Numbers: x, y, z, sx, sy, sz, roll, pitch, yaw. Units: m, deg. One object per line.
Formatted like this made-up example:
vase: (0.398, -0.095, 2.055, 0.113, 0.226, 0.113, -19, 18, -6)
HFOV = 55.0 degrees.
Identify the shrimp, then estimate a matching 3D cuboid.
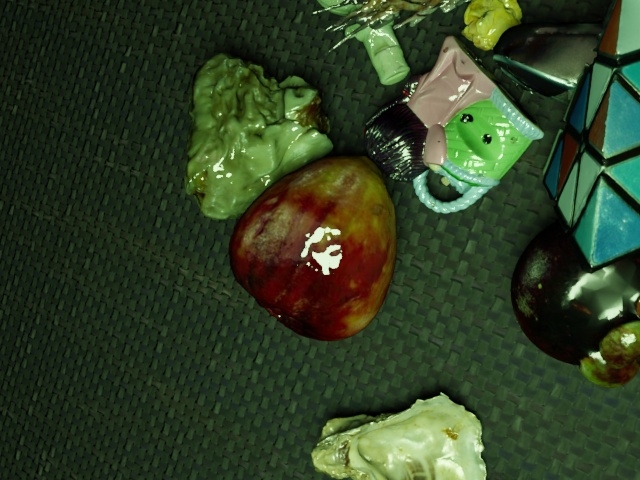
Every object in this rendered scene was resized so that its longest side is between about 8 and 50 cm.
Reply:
shrimp: (0.142, -0.353, 0.803, 0.343, 0.145, 0.116, -25, 115, 12)

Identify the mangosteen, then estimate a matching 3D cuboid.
mangosteen: (0.328, 0.074, 0.697, 0.194, 0.194, 0.230, -37, 47, 18)

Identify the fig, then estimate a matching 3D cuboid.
fig: (-0.005, 0.010, 0.833, 0.224, 0.224, 0.263, 27, 113, 21)

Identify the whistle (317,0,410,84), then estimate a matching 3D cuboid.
whistle: (0.062, -0.350, 0.896, 0.126, 0.067, 0.257, -24, 84, 8)

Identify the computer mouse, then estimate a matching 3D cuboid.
computer mouse: (0.326, -0.207, 0.741, 0.233, 0.137, 0.096, 8, 91, 28)

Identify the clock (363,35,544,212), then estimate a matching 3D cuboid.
clock: (0.167, -0.142, 0.827, 0.195, 0.100, 0.194, -42, 73, 26)

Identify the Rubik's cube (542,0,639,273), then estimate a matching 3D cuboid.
Rubik's cube: (0.349, -0.088, 0.698, 0.250, 0.234, 0.284, 6, 84, -12)

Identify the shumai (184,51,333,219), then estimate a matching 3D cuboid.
shumai: (-0.089, -0.152, 0.916, 0.218, 0.189, 0.255, -4, 71, 5)

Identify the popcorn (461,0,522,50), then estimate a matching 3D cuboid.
popcorn: (0.225, -0.290, 0.831, 0.084, 0.084, 0.084, -1, 89, 23)

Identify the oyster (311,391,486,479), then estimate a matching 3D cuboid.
oyster: (0.107, 0.290, 0.853, 0.233, 0.107, 0.161, -4, 82, 5)
